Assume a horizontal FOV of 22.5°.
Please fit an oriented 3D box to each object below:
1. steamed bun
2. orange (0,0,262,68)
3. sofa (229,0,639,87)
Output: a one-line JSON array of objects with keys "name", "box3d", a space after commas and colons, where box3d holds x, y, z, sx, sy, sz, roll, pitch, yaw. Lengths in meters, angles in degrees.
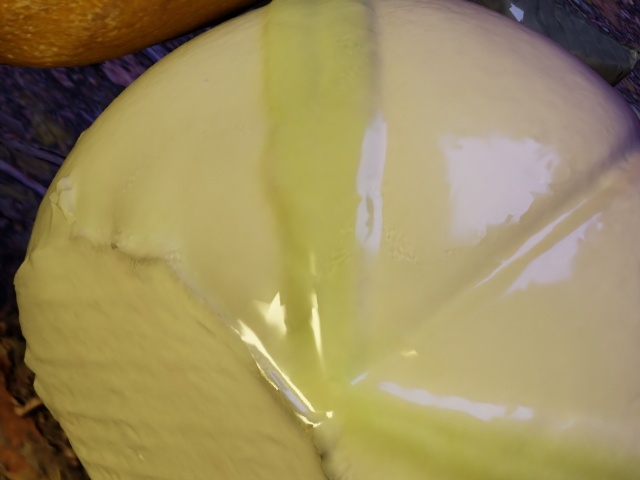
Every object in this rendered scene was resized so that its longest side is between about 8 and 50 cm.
[{"name": "steamed bun", "box3d": [0.046, 0.022, 0.695, 0.309, 0.309, 0.309, 36, 27, -22]}, {"name": "orange", "box3d": [-0.107, -0.186, 0.657, 0.264, 0.264, 0.264, 36, 27, -22]}, {"name": "sofa", "box3d": [0.074, -0.156, 1.161, 0.176, 0.210, 0.225, 3, 48, -54]}]
